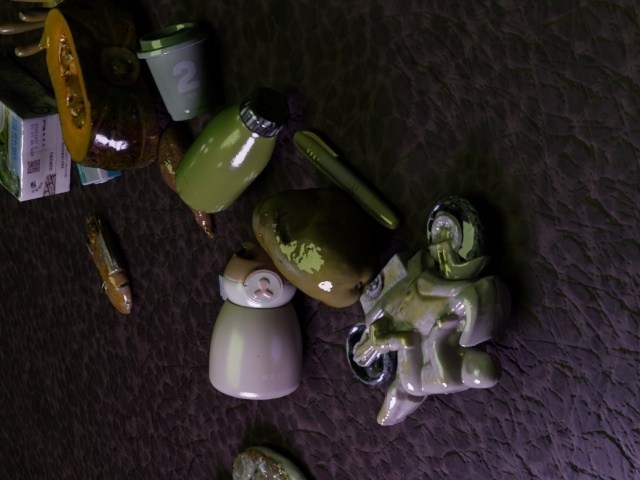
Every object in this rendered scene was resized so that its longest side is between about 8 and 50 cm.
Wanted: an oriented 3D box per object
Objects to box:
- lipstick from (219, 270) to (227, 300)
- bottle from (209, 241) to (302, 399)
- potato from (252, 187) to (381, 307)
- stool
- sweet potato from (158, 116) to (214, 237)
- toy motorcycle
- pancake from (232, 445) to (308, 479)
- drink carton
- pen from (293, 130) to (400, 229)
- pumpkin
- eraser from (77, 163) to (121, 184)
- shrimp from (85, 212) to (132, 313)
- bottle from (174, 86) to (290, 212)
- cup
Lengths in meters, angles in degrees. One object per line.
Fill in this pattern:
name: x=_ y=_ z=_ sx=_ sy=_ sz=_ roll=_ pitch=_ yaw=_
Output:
lipstick: x=-0.154 y=0.103 z=1.954 sx=0.025 sy=0.025 sz=0.107 roll=28 pitch=130 yaw=45
bottle: x=-0.097 y=0.117 z=1.790 sx=0.147 sy=0.147 sz=0.237 roll=20 pitch=111 yaw=48
potato: x=-0.002 y=0.004 z=1.599 sx=0.200 sy=0.154 sz=0.137 roll=42 pitch=139 yaw=31
stool: x=-0.549 y=-0.426 z=2.203 sx=0.134 sy=0.110 sz=0.135 roll=-5 pitch=98 yaw=55
sweet potato: x=-0.236 y=-0.107 z=1.948 sx=0.068 sy=0.068 sz=0.226 roll=-22 pitch=86 yaw=54
toy motorcycle: x=0.148 y=0.116 z=1.484 sx=0.223 sy=0.107 sz=0.341 roll=59 pitch=136 yaw=26
pancake: x=-0.069 y=0.468 z=1.974 sx=0.253 sy=0.037 sz=0.254 roll=25 pitch=123 yaw=45
drink carton: x=-0.650 y=-0.245 z=2.391 sx=0.324 sy=0.132 sz=0.194 roll=37 pitch=130 yaw=38
pen: x=0.037 y=-0.091 z=1.618 sx=0.233 sy=0.032 sz=0.040 roll=43 pitch=111 yaw=33
pumpkin: x=-0.389 y=-0.268 z=2.005 sx=0.222 sy=0.139 sz=0.317 roll=-35 pitch=71 yaw=60
eraser: x=-0.448 y=-0.222 z=2.196 sx=0.095 sy=0.052 sz=0.225 roll=-7 pitch=97 yaw=56
shrimp: x=-0.429 y=0.047 z=2.281 sx=0.115 sy=0.051 sz=0.217 roll=-29 pitch=82 yaw=56
bottle: x=-0.132 y=-0.142 z=1.752 sx=0.260 sy=0.112 sz=0.112 roll=-42 pitch=69 yaw=51
cup: x=-0.224 y=-0.269 z=1.833 sx=0.120 sy=0.120 sz=0.141 roll=13 pitch=123 yaw=51
